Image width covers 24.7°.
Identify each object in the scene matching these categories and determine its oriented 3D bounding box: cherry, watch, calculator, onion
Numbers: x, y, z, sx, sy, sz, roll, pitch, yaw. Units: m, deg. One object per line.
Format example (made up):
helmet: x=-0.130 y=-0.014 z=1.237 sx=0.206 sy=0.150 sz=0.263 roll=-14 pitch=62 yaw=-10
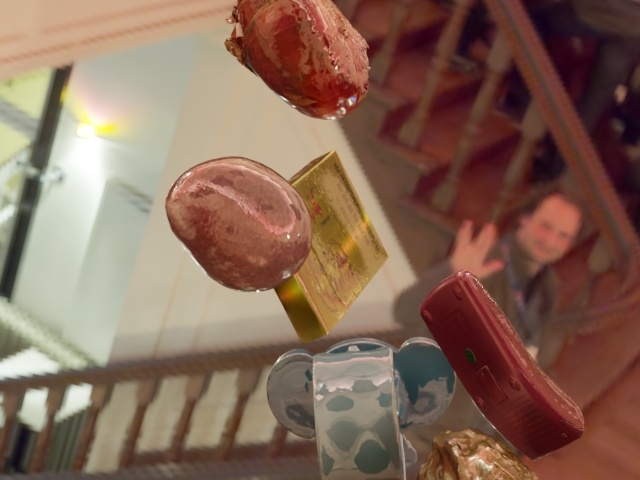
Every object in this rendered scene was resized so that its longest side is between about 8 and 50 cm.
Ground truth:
cherry: x=-0.093 y=-0.032 z=1.293 sx=0.148 sy=0.115 sz=0.188 roll=-6 pitch=38 yaw=-40
watch: x=0.046 y=0.204 z=1.570 sx=0.211 sy=0.211 sz=0.193 roll=17 pitch=20 yaw=-5
calculator: x=0.164 y=0.121 z=1.375 sx=0.034 sy=0.126 sz=0.190 roll=-34 pitch=83 yaw=-23
onion: x=-0.029 y=-0.276 z=1.974 sx=0.248 sy=0.161 sz=0.248 roll=34 pitch=41 yaw=-36

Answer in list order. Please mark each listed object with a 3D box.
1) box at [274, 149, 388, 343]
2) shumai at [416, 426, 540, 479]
box: x=0.000 y=0.000 z=1.868 sx=0.173 sy=0.043 sz=0.311 roll=63 pitch=23 yaw=-7
shumai: x=0.143 y=0.346 z=1.295 sx=0.309 sy=0.263 sz=0.304 roll=47 pitch=5 yaw=-7
